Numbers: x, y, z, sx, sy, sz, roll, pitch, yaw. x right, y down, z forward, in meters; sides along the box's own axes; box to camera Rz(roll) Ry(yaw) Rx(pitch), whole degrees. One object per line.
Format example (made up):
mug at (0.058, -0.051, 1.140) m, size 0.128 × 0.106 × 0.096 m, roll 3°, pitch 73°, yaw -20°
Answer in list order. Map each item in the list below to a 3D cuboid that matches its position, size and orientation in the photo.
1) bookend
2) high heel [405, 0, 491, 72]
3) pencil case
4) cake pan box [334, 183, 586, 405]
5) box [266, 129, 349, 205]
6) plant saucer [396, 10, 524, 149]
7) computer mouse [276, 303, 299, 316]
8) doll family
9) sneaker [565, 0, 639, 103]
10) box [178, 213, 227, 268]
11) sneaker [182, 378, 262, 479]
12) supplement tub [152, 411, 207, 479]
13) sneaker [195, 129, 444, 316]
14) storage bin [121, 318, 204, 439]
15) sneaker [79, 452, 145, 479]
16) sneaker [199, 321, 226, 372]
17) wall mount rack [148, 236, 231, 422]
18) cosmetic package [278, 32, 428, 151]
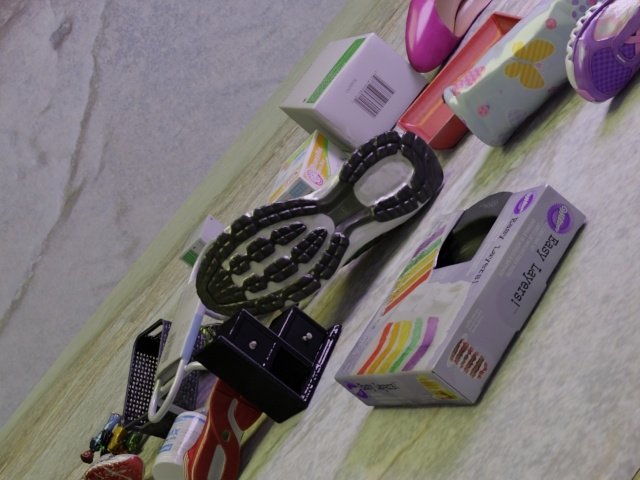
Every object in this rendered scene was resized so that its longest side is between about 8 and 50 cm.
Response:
bookend at (-0.070, 0.142, 1.629) m, size 0.072 × 0.156 × 0.157 m, roll -37°, pitch 18°, yaw 44°
high heel at (0.290, -0.482, 2.238) m, size 0.181 × 0.127 × 0.377 m, roll -8°, pitch 51°, yaw 48°
pencil case at (0.296, -0.248, 1.591) m, size 0.273 × 0.113 × 0.124 m, roll -44°, pitch -5°, yaw 27°
cake pan box at (0.154, 0.064, 1.315) m, size 0.266 × 0.070 × 0.246 m, roll -55°, pitch 16°, yaw -19°
box at (-0.019, -0.102, 2.217) m, size 0.114 × 0.103 × 0.203 m, roll -43°, pitch 15°, yaw 29°
plant saucer at (0.244, -0.255, 1.908) m, size 0.258 × 0.048 × 0.259 m, roll -49°, pitch 15°, yaw 7°
computer mouse at (-0.065, 0.078, 2.004) m, size 0.262 × 0.060 × 0.184 m, roll -44°, pitch 37°, yaw 39°
doll family at (-0.388, 0.378, 2.207) m, size 0.111 × 0.076 × 0.193 m, roll -61°, pitch 12°, yaw -22°
sneaker at (0.389, -0.266, 1.398) m, size 0.236 × 0.095 × 0.104 m, roll -52°, pitch 21°, yaw -10°
box at (-0.246, 0.019, 2.627) m, size 0.087 × 0.101 × 0.102 m, roll -42°, pitch 17°, yaw 29°
sneaker at (-0.147, 0.258, 1.671) m, size 0.128 × 0.087 × 0.221 m, roll -25°, pitch 37°, yaw 62°
supplement tub at (-0.204, 0.318, 1.770) m, size 0.071 × 0.071 × 0.107 m, roll -40°, pitch 16°, yaw 37°
sneaker at (0.000, 0.000, 1.772) m, size 0.410 × 0.158 × 0.182 m, roll -31°, pitch -12°, yaw -12°
storage bin at (-0.274, 0.242, 2.041) m, size 0.122 × 0.084 × 0.180 m, roll -35°, pitch 41°, yaw 47°
sneaker at (-0.362, 0.401, 2.020) m, size 0.225 × 0.088 × 0.092 m, roll -33°, pitch 21°, yaw 50°
sneaker at (-0.210, 0.182, 2.127) m, size 0.188 × 0.078 × 0.067 m, roll -39°, pitch 14°, yaw 35°
wall mount rack at (-0.151, 0.142, 1.891) m, size 0.304 × 0.131 × 0.350 m, roll -38°, pitch 31°, yaw 50°
cosmetic package at (0.058, -0.295, 2.380) m, size 0.197 × 0.155 × 0.365 m, roll -52°, pitch 15°, yaw -4°
